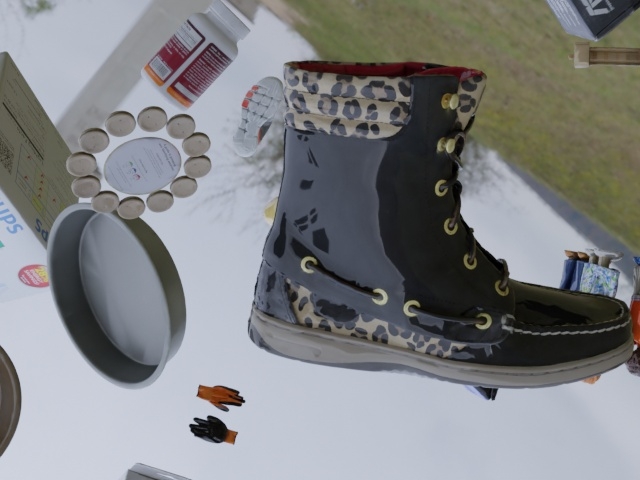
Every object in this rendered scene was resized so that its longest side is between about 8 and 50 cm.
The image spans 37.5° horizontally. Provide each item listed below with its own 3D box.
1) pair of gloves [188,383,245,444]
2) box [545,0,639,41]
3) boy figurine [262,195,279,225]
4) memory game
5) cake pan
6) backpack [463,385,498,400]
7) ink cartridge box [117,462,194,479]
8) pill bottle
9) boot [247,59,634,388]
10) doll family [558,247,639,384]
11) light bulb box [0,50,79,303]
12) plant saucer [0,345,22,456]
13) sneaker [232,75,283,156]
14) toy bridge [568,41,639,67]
[{"bbox_3d":[-0.151,0.253,1.375,0.074,0.083,0.010,16,167,-13],"label":"pair of gloves"},{"bbox_3d":[0.330,-0.489,1.105,0.395,0.318,0.097,50,-176,-23],"label":"box"},{"bbox_3d":[0.000,0.000,1.263,0.177,0.092,0.285,31,176,2],"label":"boy figurine"},{"bbox_3d":[-0.226,-0.096,1.185,0.186,0.186,0.012,30,-152,-45],"label":"memory game"},{"bbox_3d":[-0.305,0.079,1.419,0.054,0.293,0.293,-22,-116,-45],"label":"cake pan"},{"bbox_3d":[0.252,0.171,1.491,0.098,0.120,0.101,45,169,-32],"label":"backpack"},{"bbox_3d":[-0.230,0.362,1.264,0.104,0.181,0.061,22,-125,-14],"label":"ink cartridge box"},{"bbox_3d":[-0.172,-0.261,1.322,0.086,0.152,0.086,44,-173,-7],"label":"pill bottle"},{"bbox_3d":[0.123,-0.019,0.894,0.377,0.284,0.138,5,-164,4],"label":"boot"},{"bbox_3d":[0.318,0.095,1.146,0.118,0.163,0.263,10,178,-7],"label":"doll family"},{"bbox_3d":[-0.669,-0.119,1.916,0.358,0.225,0.361,68,-170,-46],"label":"light bulb box"},{"bbox_3d":[-0.549,0.224,1.274,0.278,0.278,0.041,36,178,-30],"label":"plant saucer"},{"bbox_3d":[-0.106,-0.223,1.646,0.061,0.158,0.065,34,-151,4],"label":"sneaker"},{"bbox_3d":[0.348,-0.189,0.955,0.188,0.026,0.063,2,-174,17],"label":"toy bridge"}]
